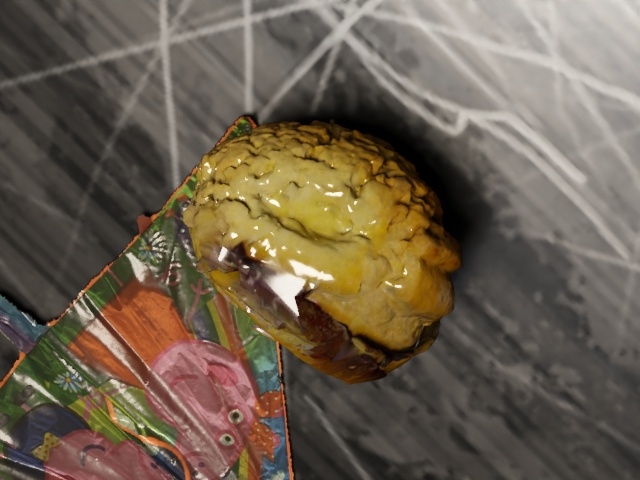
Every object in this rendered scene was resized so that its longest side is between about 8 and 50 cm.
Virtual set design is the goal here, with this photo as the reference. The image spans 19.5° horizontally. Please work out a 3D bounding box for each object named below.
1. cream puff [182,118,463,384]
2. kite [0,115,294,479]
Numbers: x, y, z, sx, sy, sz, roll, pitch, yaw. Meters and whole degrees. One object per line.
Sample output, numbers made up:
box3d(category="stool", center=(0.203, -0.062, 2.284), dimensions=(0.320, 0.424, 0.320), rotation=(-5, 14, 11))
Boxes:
box3d(category="cream puff", center=(0.000, 0.000, 0.812), dimensions=(0.133, 0.119, 0.104), rotation=(42, 91, -23))
box3d(category="kite", center=(-0.090, 0.087, 0.922), dimensions=(0.234, 0.016, 0.321), rotation=(43, 115, -3))
